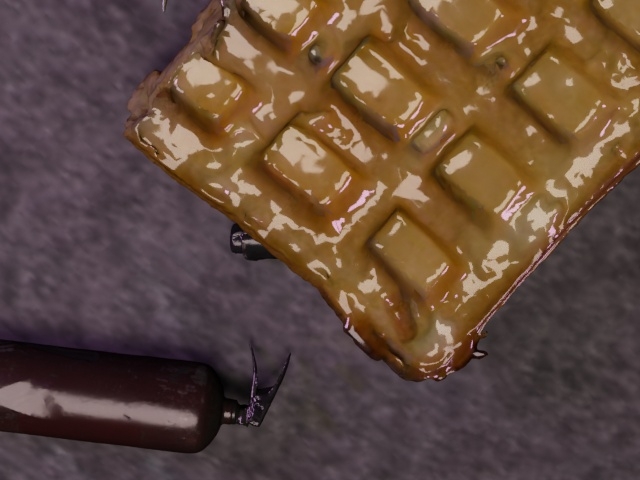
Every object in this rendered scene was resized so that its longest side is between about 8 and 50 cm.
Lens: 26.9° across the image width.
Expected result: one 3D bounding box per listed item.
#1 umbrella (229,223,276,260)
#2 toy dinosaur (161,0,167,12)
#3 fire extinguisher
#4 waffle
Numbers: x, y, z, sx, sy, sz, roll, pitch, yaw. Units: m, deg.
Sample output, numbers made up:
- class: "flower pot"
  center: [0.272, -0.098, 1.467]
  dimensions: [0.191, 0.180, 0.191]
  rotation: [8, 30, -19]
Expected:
- class: "umbrella"
  center: [0.000, 0.001, 0.983]
  dimensions: [0.133, 0.031, 0.036]
  rotation: [2, 114, 1]
- class: "toy dinosaur"
  center: [-0.060, -0.233, 0.869]
  dimensions: [0.058, 0.037, 0.180]
  rotation: [42, 109, -12]
- class: "fire extinguisher"
  center: [-0.160, 0.111, 1.023]
  dimensions: [0.267, 0.072, 0.089]
  rotation: [7, 79, -2]
- class: "waffle"
  center: [0.080, -0.110, 0.884]
  dimensions: [0.304, 0.077, 0.348]
  rotation: [39, 103, -17]
